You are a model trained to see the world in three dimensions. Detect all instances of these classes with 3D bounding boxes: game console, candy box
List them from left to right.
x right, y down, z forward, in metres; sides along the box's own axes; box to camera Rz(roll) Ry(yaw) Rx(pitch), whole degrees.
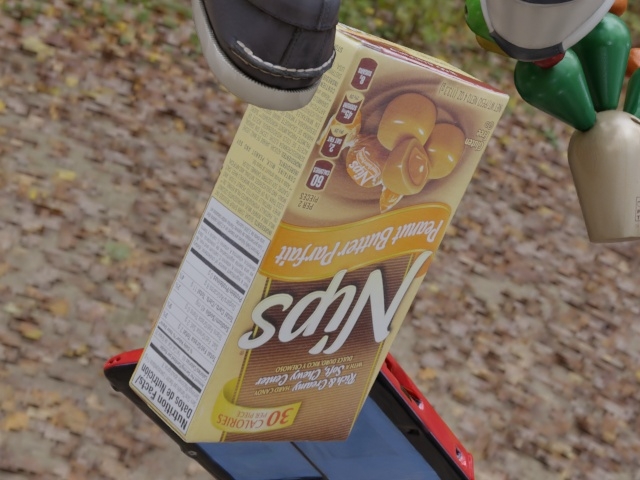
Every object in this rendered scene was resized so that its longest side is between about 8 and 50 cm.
[{"bbox_3d":[-0.025,0.230,1.500,0.386,0.341,0.060,53,34,-40],"label":"game console"},{"bbox_3d":[0.000,0.000,0.956,0.182,0.317,0.087,10,19,-47],"label":"candy box"}]

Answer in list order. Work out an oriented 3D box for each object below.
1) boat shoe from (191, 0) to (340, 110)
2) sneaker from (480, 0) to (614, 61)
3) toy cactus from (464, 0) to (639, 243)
[{"bbox_3d":[-0.040,-0.154,0.588,0.075,0.065,0.206,-3,52,-31],"label":"boat shoe"},{"bbox_3d":[0.126,-0.196,0.586,0.094,0.091,0.258,25,63,9],"label":"sneaker"},{"bbox_3d":[0.173,-0.091,0.717,0.112,0.181,0.219,-8,-6,39],"label":"toy cactus"}]
